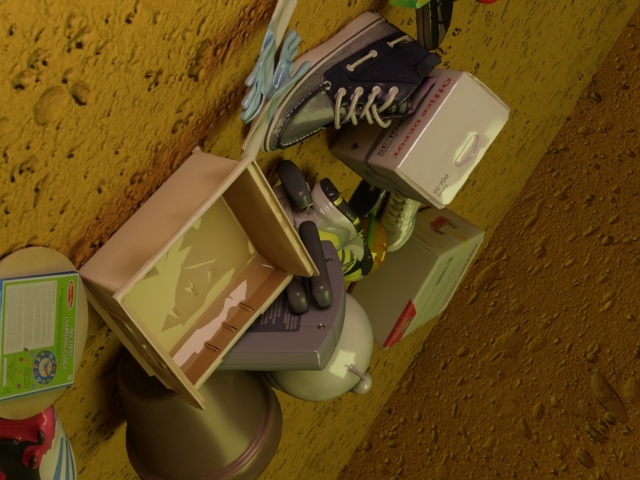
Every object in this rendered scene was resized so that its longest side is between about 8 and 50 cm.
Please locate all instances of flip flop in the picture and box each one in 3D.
[{"bbox_3d":[0.162,-0.435,1.644,0.112,0.080,0.277,-40,139,-41],"label":"flip flop"}]

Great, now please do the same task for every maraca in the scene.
[{"bbox_3d":[0.096,-0.001,2.239,0.185,0.099,0.127,-76,-175,-48],"label":"maraca"}]

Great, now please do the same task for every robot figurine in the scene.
[{"bbox_3d":[-0.038,0.168,1.835,0.199,0.300,0.353,-56,-156,-12],"label":"robot figurine"}]

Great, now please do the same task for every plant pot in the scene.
[{"bbox_3d":[-0.212,0.252,1.661,0.263,0.263,0.229,-48,143,-25],"label":"plant pot"}]

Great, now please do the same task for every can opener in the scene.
[{"bbox_3d":[-0.041,-0.016,1.645,0.076,0.283,0.095,-15,132,2],"label":"can opener"}]

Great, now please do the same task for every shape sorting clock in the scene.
[{"bbox_3d":[-0.348,0.109,1.242,0.206,0.040,0.206,-18,111,-56],"label":"shape sorting clock"}]

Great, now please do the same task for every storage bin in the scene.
[{"bbox_3d":[-0.160,0.054,1.433,0.262,0.123,0.260,-50,133,-23],"label":"storage bin"}]

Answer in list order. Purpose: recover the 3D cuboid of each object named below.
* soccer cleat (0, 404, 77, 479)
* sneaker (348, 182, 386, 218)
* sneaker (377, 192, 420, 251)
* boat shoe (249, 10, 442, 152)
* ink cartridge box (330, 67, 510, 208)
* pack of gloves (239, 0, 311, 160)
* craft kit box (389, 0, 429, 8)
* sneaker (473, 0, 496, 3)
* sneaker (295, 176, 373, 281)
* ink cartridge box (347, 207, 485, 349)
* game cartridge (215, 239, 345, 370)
[{"bbox_3d":[-0.398,0.266,1.398,0.143,0.116,0.331,-99,-174,-51],"label":"soccer cleat"},{"bbox_3d":[0.112,-0.103,2.162,0.144,0.053,0.059,-55,165,-2],"label":"sneaker"},{"bbox_3d":[0.181,-0.083,2.348,0.228,0.087,0.092,-64,155,2],"label":"sneaker"},{"bbox_3d":[0.049,-0.223,1.606,0.340,0.158,0.127,-46,160,-31],"label":"boat shoe"},{"bbox_3d":[0.163,-0.187,1.788,0.207,0.117,0.283,-55,-156,-3],"label":"ink cartridge box"},{"bbox_3d":[-0.052,-0.220,1.410,0.195,0.046,0.232,95,12,-63],"label":"pack of gloves"},{"bbox_3d":[0.177,-0.495,1.510,0.250,0.061,0.246,-40,132,-41],"label":"craft kit box"},{"bbox_3d":[0.334,-0.520,1.912,0.107,0.118,0.279,-50,161,-19],"label":"sneaker"},{"bbox_3d":[0.000,0.000,1.965,0.147,0.145,0.384,-34,158,-2],"label":"sneaker"},{"bbox_3d":[0.236,0.081,2.635,0.385,0.160,0.279,-18,139,-63],"label":"ink cartridge box"},{"bbox_3d":[-0.059,0.099,1.644,0.294,0.196,0.060,-82,166,-55],"label":"game cartridge"}]
